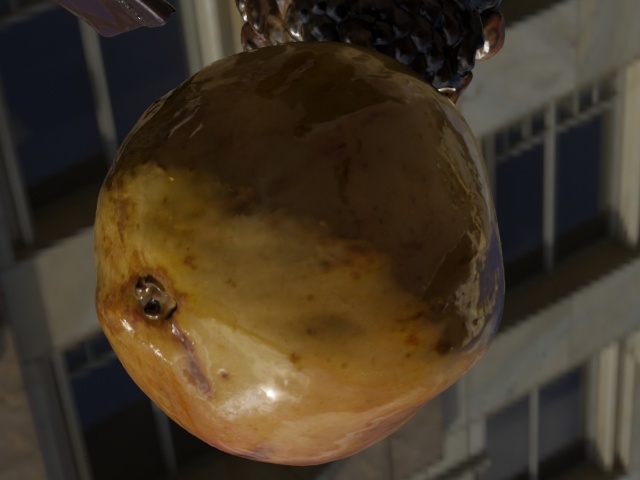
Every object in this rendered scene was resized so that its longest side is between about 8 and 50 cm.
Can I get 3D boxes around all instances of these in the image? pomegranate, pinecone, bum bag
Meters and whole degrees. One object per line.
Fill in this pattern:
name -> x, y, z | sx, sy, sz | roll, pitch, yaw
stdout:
pomegranate -> 0.000, 0.000, 1.738 | 0.410, 0.410, 0.410 | -3, -137, 3
pinecone -> 0.058, -0.258, 1.998 | 0.298, 0.242, 0.296 | -33, -138, 28
bum bag -> -0.222, -0.244, 1.941 | 0.159, 0.109, 0.026 | -8, -129, 59
